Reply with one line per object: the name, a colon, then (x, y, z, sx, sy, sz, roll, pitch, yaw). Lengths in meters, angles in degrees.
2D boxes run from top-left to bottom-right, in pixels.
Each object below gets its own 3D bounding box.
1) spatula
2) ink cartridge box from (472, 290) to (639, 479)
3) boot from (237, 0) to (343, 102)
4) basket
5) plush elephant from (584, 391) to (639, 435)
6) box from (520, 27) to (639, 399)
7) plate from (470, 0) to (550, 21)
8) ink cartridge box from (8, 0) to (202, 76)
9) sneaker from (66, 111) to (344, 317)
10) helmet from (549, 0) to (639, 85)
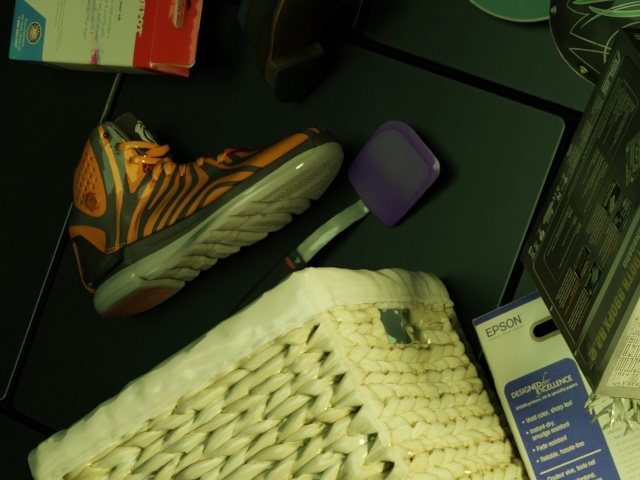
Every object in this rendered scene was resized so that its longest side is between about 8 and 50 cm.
spatula: (0.000, 0.000, 1.846, 0.296, 0.030, 0.084, -44, 67, 17)
ink cartridge box: (0.282, 0.210, 1.664, 0.175, 0.069, 0.371, -26, 76, 22)
boot: (-0.037, -0.244, 1.817, 0.106, 0.082, 0.219, 54, 147, 29)
basket: (-0.012, 0.212, 1.671, 0.331, 0.328, 0.266, -36, 75, 19)
plush elephant: (0.393, 0.053, 1.522, 0.255, 0.272, 0.330, 25, 95, 18)
box: (0.246, -0.022, 1.445, 0.183, 0.056, 0.231, -113, 36, -51)
plate: (0.207, -0.299, 1.777, 0.188, 0.024, 0.188, -3, 83, 26)
ink cartridge box: (-0.206, -0.244, 1.947, 0.231, 0.078, 0.134, 7, 88, 27)
sneaker: (-0.138, -0.068, 1.869, 0.321, 0.124, 0.180, -31, 73, 21)
helmet: (0.294, -0.201, 1.645, 0.169, 0.161, 0.169, -3, 83, 26)
